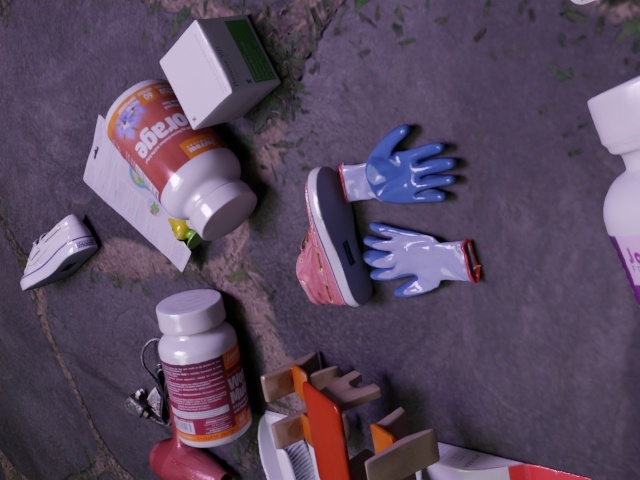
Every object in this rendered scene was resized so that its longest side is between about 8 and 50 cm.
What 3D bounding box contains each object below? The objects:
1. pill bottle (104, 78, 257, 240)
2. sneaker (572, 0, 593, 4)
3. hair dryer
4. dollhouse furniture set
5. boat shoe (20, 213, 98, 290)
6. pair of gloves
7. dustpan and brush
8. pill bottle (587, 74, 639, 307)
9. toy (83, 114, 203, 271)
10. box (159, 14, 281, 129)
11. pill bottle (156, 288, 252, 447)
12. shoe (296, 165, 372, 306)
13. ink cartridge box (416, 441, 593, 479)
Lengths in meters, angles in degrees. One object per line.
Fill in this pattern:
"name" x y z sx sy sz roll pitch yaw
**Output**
"pill bottle" -0.186 -0.108 0.949 0.216 0.121 0.121 49 134 17
"sneaker" 0.230 -0.217 0.549 0.152 0.054 0.061 31 137 39
"hair dryer" -0.263 0.343 1.253 0.293 0.080 0.223 46 133 20
"dollhouse furniture set" 0.020 0.299 0.864 0.262 0.135 0.259 21 126 57
"boat shoe" -0.521 0.025 1.368 0.258 0.095 0.084 -29 83 37
"pair of gloves" 0.096 -0.029 0.780 0.159 0.023 0.198 -4 106 43
"dustpan and brush" -0.037 0.378 1.061 0.147 0.060 0.211 1 108 44
"pill bottle" 0.305 0.013 0.487 0.169 0.169 0.301 -23 91 47
"toy" -0.264 -0.078 1.086 0.237 0.056 0.137 42 129 16
"box" -0.126 -0.210 0.867 0.102 0.087 0.101 -29 87 47
"pill bottle" -0.182 0.195 1.078 0.121 0.121 0.221 8 113 42
"shoe" 0.000 0.000 0.854 0.081 0.063 0.178 -7 107 41
"ink cartridge box" 0.208 0.340 0.812 0.225 0.056 0.181 1 109 46
